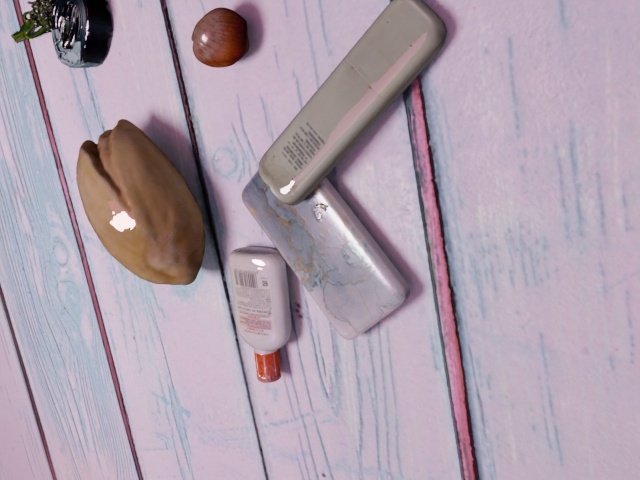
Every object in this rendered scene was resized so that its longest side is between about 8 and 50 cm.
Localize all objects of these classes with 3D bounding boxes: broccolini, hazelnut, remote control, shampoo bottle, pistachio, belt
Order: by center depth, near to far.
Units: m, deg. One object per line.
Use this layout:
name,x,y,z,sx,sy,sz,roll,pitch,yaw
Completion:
remote control,0.028,-0.171,0.690,0.309,0.038,0.090,-47,74,24
hazelnut,-0.143,-0.288,0.770,0.086,0.086,0.087,10,109,31
shampoo bottle,-0.094,0.122,0.874,0.107,0.051,0.221,4,106,31
pistachio,-0.291,-0.054,0.890,0.162,0.181,0.293,-34,87,-2
belt,-0.419,-0.367,0.938,0.105,0.058,0.140,36,121,20
broccolini,-0.540,-0.402,1.008,0.201,0.058,0.074,-9,92,34

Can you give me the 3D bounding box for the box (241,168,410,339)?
box,0.000,0.000,0.784,0.285,0.044,0.142,53,129,10
